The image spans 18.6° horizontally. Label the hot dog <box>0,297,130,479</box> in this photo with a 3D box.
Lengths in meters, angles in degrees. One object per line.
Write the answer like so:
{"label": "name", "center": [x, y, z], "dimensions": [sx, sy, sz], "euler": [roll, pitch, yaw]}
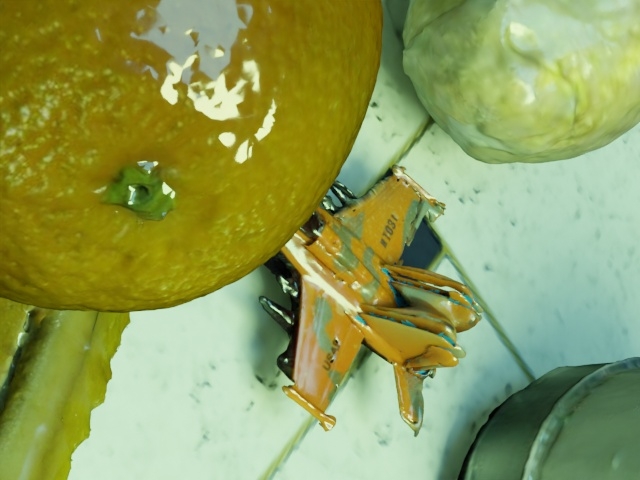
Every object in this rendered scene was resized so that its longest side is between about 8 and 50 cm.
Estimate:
{"label": "hot dog", "center": [-0.111, 0.026, 0.734], "dimensions": [0.083, 0.068, 0.289], "euler": [17, 60, 5]}

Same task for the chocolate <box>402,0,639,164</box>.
{"label": "chocolate", "center": [0.140, -0.134, 0.980], "dimensions": [0.309, 0.134, 0.134], "euler": [-46, 111, -45]}

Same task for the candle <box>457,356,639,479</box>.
{"label": "candle", "center": [0.218, 0.143, 0.849], "dimensions": [0.187, 0.330, 0.187], "euler": [4, 84, -40]}

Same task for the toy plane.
{"label": "toy plane", "center": [-0.007, 0.003, 0.856], "dimensions": [0.188, 0.062, 0.135], "euler": [36, 56, -16]}

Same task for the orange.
{"label": "orange", "center": [-0.075, -0.071, 0.643], "dimensions": [0.206, 0.206, 0.206], "euler": [13, 71, -41]}
